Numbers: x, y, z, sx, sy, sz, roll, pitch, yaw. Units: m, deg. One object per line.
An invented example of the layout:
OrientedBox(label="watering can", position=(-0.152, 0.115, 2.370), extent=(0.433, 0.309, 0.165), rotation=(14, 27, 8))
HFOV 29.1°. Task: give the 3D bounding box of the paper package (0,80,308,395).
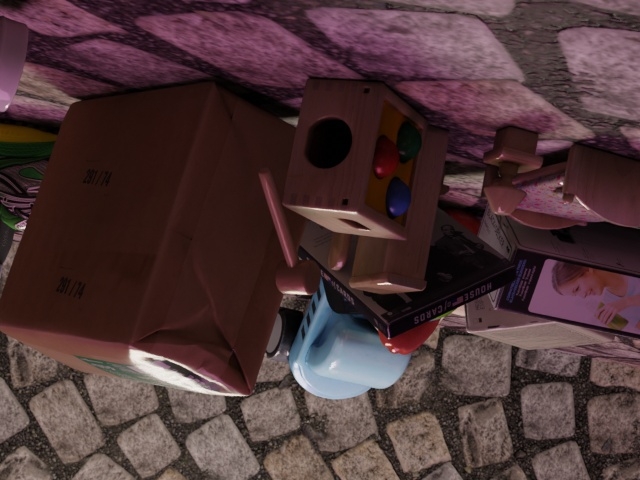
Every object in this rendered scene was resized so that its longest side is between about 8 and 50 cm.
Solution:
OrientedBox(label="paper package", position=(-0.185, -0.001, 1.372), extent=(0.168, 0.309, 0.325), rotation=(27, 163, -38))

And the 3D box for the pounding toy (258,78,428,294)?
OrientedBox(label="pounding toy", position=(0.022, -0.044, 1.176), extent=(0.094, 0.206, 0.181), rotation=(7, 171, 27))

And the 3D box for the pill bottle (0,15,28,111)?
OrientedBox(label="pill bottle", position=(-0.370, -0.179, 1.071), extent=(0.215, 0.117, 0.117), rotation=(14, 172, -25))

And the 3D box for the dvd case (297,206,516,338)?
OrientedBox(label="dvd case", position=(0.089, 0.015, 1.471), extent=(0.179, 0.029, 0.239), rotation=(-23, -143, -22))

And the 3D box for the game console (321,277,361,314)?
OrientedBox(label="game console", position=(0.000, 0.000, 1.712), extent=(0.173, 0.250, 0.293), rotation=(-15, -175, -26))

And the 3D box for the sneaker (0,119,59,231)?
OrientedBox(label="sneaker", position=(-0.343, -0.069, 1.670), extent=(0.344, 0.146, 0.134), rotation=(5, 159, 33))

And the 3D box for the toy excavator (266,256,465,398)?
OrientedBox(label="toy excavator", position=(0.108, 0.144, 2.245), extent=(0.222, 0.432, 0.445), rotation=(15, -160, -24))

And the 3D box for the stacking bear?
OrientedBox(label="stacking bear", position=(0.156, 0.037, 1.794), extent=(0.175, 0.164, 0.289), rotation=(49, 160, 3))

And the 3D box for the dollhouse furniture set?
OrientedBox(label="dollhouse furniture set", position=(0.221, 0.003, 1.373), extent=(0.356, 0.173, 0.303), rotation=(14, 172, -17))

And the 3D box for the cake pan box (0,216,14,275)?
OrientedBox(label="cake pan box", position=(-0.603, -0.035, 1.978), extent=(0.070, 0.245, 0.267), rotation=(7, 171, 29))

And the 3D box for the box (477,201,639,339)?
OrientedBox(label="box", position=(0.348, 0.041, 1.540), extent=(0.290, 0.087, 0.169), rotation=(12, -157, -10))

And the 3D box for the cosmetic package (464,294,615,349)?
OrientedBox(label="cosmetic package", position=(0.355, 0.103, 1.984), extent=(0.160, 0.113, 0.309), rotation=(-9, 167, 25))
